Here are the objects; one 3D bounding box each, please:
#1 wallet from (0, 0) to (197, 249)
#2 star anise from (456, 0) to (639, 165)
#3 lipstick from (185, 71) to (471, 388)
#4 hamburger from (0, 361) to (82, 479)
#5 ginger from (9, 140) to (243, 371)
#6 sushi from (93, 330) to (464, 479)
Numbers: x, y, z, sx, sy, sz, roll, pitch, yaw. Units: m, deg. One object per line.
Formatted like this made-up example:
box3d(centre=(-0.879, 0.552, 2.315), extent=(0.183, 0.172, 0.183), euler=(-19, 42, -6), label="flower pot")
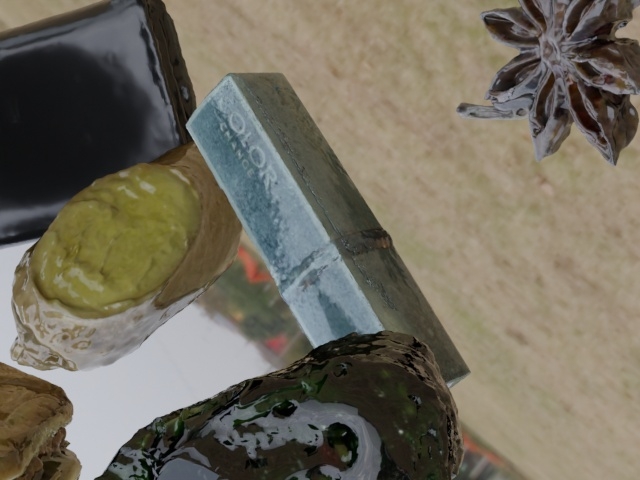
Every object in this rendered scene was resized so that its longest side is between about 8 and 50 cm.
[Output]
box3d(centre=(-0.322, -0.107, 1.145), extent=(0.062, 0.406, 0.228), euler=(-47, -56, -66), label="wallet")
box3d(centre=(0.218, -0.168, 0.998), extent=(0.230, 0.081, 0.262), euler=(63, 152, 9), label="star anise")
box3d(centre=(0.000, 0.000, 0.828), extent=(0.076, 0.077, 0.290), euler=(-15, -112, -50), label="lipstick")
box3d(centre=(-0.379, 0.224, 1.121), extent=(0.259, 0.144, 0.283), euler=(11, -159, 13), label="hamburger")
box3d(centre=(-0.166, 0.023, 0.993), extent=(0.130, 0.275, 0.221), euler=(45, 167, 9), label="ginger")
box3d(centre=(-0.023, 0.141, 0.656), extent=(0.124, 0.225, 0.127), euler=(67, -168, 3), label="sushi")
